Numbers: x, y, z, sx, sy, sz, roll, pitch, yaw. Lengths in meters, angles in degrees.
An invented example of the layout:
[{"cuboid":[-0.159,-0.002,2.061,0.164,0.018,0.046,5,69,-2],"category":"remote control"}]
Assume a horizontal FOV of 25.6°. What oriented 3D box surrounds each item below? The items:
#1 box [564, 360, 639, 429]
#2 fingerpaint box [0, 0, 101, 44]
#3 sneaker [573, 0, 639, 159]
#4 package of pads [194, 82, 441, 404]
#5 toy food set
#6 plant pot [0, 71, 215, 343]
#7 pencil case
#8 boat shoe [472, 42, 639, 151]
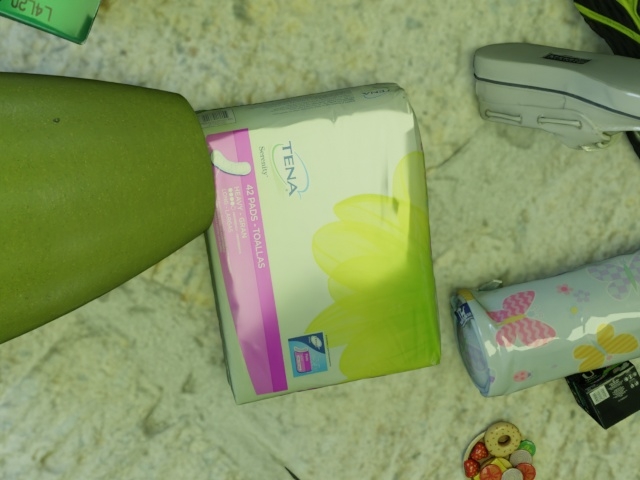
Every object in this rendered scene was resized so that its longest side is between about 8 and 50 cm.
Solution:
[{"cuboid":[0.308,0.156,1.521,0.062,0.083,0.052,-29,106,-2],"category":"box"},{"cuboid":[-0.380,-0.314,1.137,0.445,0.371,0.163,20,97,-15],"category":"fingerpaint box"},{"cuboid":[0.378,-0.194,1.429,0.147,0.145,0.384,-35,116,-21],"category":"sneaker"},{"cuboid":[0.000,0.000,1.420,0.229,0.101,0.296,-11,105,-8],"category":"package of pads"},{"cuboid":[0.199,0.246,1.555,0.083,0.020,0.082,-42,107,1],"category":"toy food set"},{"cuboid":[-0.258,-0.045,1.300,0.293,0.275,0.275,-14,105,-21],"category":"plant pot"},{"cuboid":[0.275,0.078,1.483,0.273,0.124,0.113,-13,129,-6],"category":"pencil case"},{"cuboid":[0.259,-0.129,1.372,0.096,0.267,0.088,-27,123,-43],"category":"boat shoe"}]
